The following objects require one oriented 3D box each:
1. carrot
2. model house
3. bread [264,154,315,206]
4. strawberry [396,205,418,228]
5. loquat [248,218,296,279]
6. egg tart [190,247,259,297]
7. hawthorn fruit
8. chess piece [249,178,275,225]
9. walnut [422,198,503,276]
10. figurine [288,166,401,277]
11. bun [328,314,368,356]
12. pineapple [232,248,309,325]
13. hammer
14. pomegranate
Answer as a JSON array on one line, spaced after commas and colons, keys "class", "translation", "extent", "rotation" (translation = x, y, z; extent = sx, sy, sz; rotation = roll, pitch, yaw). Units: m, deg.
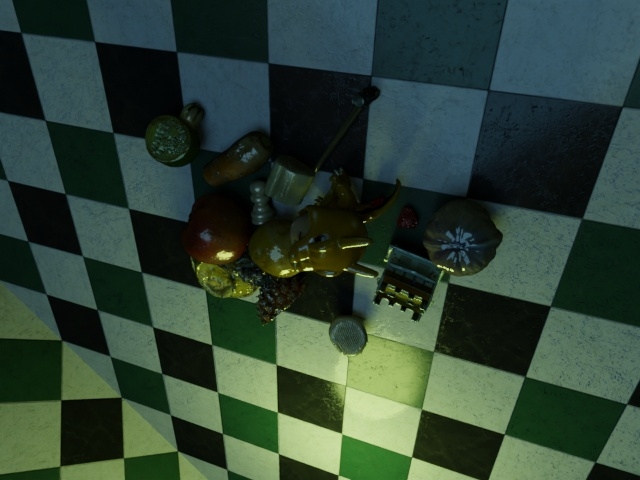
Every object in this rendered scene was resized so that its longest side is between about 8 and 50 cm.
[{"class": "carrot", "translation": [-0.298, -0.288, 1.830], "extent": [0.302, 0.138, 0.138], "rotation": [-25, 108, 40]}, {"class": "model house", "translation": [0.308, 0.142, 1.777], "extent": [0.224, 0.215, 0.198], "rotation": [23, 158, 10]}, {"class": "bread", "translation": [-0.110, -0.214, 1.787], "extent": [0.148, 0.134, 0.141], "rotation": [24, 123, -6]}, {"class": "strawberry", "translation": [0.300, -0.076, 1.737], "extent": [0.074, 0.073, 0.083], "rotation": [1, 107, 23]}, {"class": "loquat", "translation": [-0.153, 0.035, 1.869], "extent": [0.244, 0.244, 0.243], "rotation": [11, 124, 17]}, {"class": "egg tart", "translation": [-0.424, 0.131, 2.145], "extent": [0.346, 0.132, 0.345], "rotation": [13, 126, 18]}, {"class": "hawthorn fruit", "translation": [-0.377, -0.027, 1.943], "extent": [0.298, 0.277, 0.277], "rotation": [21, 128, -9]}, {"class": "chess piece", "translation": [-0.231, -0.150, 1.911], "extent": [0.094, 0.094, 0.170], "rotation": [3, 117, 22]}, {"class": "walnut", "translation": [0.452, -0.009, 1.612], "extent": [0.249, 0.248, 0.248], "rotation": [11, 124, 17]}, {"class": "figurine", "translation": [0.073, -0.060, 1.654], "extent": [0.401, 0.387, 0.268], "rotation": [-34, 117, 30]}, {"class": "bun", "translation": [0.120, 0.389, 2.076], "extent": [0.167, 0.113, 0.173], "rotation": [6, 99, 15]}, {"class": "pineapple", "translation": [-0.227, 0.157, 2.014], "extent": [0.262, 0.262, 0.271], "rotation": [-36, 98, 36]}, {"class": "hammer", "translation": [0.067, -0.355, 1.656], "extent": [0.043, 0.111, 0.365], "rotation": [44, 135, 4]}, {"class": "pomegranate", "translation": [-0.530, -0.391, 1.857], "extent": [0.190, 0.159, 0.240], "rotation": [9, 96, 8]}]
